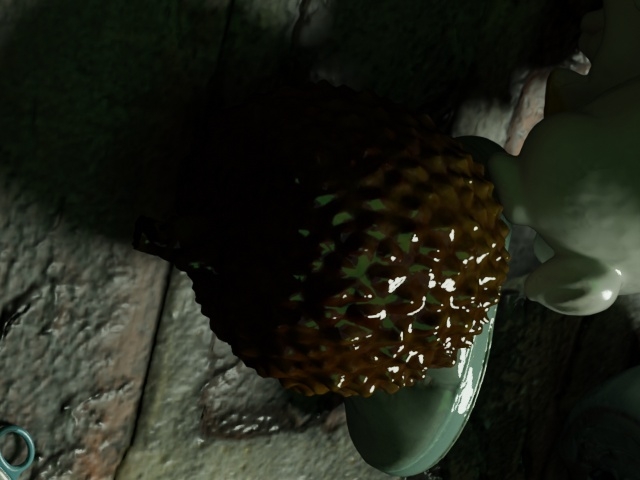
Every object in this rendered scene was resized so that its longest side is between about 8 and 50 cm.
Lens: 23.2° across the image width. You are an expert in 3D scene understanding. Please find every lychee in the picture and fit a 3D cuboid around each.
[{"bbox_3d":[0.000,0.000,0.947,0.238,0.200,0.200,-4,117,-25],"label":"lychee"}]

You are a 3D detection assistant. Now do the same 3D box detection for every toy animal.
[{"bbox_3d":[0.239,-0.092,1.054,0.325,0.154,0.208,-37,134,-38],"label":"toy animal"}]

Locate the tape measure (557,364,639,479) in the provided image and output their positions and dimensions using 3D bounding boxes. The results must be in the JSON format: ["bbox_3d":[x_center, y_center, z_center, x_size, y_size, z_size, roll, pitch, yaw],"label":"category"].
[{"bbox_3d":[0.293,0.222,1.210,0.147,0.275,0.256,-10,115,-24],"label":"tape measure"}]

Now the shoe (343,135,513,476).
[{"bbox_3d":[0.057,0.046,1.073,0.100,0.103,0.251,6,106,-37],"label":"shoe"}]

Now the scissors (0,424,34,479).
[{"bbox_3d":[-0.202,0.174,1.025,0.058,0.014,0.119,-27,124,-16],"label":"scissors"}]
